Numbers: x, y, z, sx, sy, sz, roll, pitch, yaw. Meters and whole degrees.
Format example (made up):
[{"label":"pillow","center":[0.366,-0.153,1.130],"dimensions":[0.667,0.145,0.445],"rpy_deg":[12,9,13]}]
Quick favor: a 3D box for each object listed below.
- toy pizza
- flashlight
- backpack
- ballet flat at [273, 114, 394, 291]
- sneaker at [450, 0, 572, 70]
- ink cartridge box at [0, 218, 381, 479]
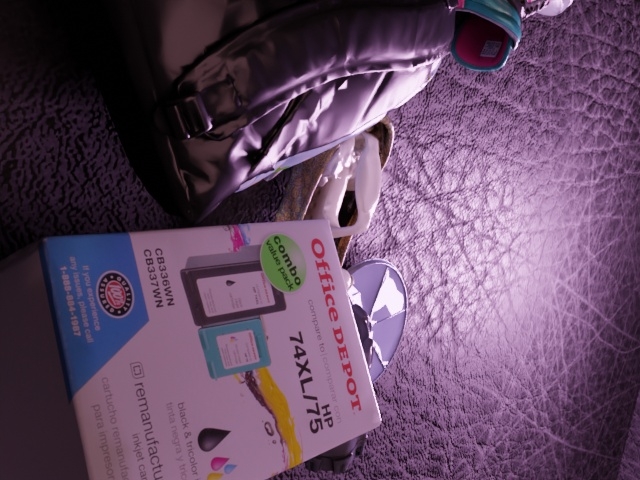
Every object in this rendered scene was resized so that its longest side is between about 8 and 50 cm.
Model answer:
[{"label":"toy pizza","center":[0.052,0.120,0.928],"dimensions":[0.201,0.032,0.201],"rpy_deg":[-18,115,-43]},{"label":"flashlight","center":[0.003,0.189,0.788],"dimensions":[0.103,0.103,0.304],"rpy_deg":[-34,150,-27]},{"label":"backpack","center":[-0.032,-0.213,0.582],"dimensions":[0.356,0.273,0.290],"rpy_deg":[-25,113,-23]},{"label":"ballet flat","center":[0.000,0.000,0.767],"dimensions":[0.123,0.123,0.348],"rpy_deg":[19,88,-49]},{"label":"sneaker","center":[0.262,-0.325,0.941],"dimensions":[0.296,0.124,0.178],"rpy_deg":[7,92,-41]},{"label":"ink cartridge box","center":[-0.124,0.105,0.554],"dimensions":[0.270,0.197,0.198],"rpy_deg":[-7,79,-48]}]
